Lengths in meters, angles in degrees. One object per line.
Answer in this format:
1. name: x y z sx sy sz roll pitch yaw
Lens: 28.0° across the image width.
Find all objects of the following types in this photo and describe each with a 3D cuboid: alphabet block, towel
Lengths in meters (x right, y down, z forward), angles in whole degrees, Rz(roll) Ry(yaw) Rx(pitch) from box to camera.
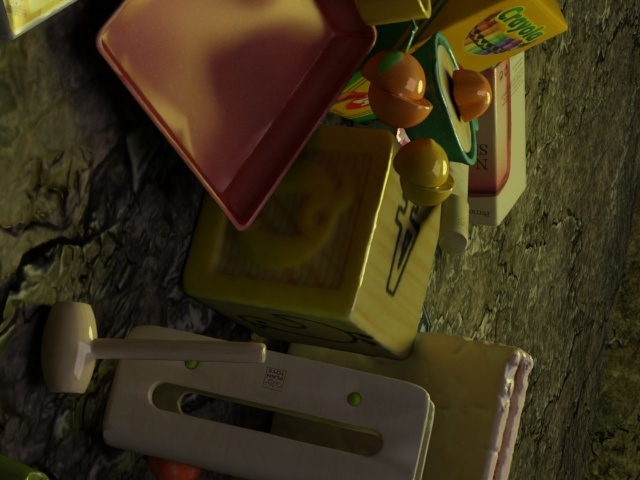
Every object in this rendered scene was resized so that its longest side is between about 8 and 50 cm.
1. alphabet block: 0.000 0.000 1.315 0.197 0.192 0.193 39 60 -62
2. towel: 0.063 0.248 1.377 0.053 0.332 0.317 18 82 -42

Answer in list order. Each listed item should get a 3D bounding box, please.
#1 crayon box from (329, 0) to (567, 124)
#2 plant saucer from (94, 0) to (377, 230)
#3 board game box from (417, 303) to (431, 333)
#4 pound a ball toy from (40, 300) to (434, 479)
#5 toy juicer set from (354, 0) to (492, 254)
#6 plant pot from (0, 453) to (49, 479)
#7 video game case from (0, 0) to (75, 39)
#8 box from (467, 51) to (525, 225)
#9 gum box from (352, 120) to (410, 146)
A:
1. crayon box: 0.134 -0.234 1.386 0.202 0.318 0.081 8 60 -66
2. plant saucer: -0.076 -0.185 1.164 0.259 0.048 0.258 -56 137 -21
3. board game box: 0.086 0.111 1.725 0.243 0.042 0.165 67 38 -50
4. pound a ball toy: -0.071 0.158 1.105 0.208 0.319 0.136 59 43 -77
5. toy juicer set: 0.126 -0.107 1.244 0.329 0.089 0.209 57 25 -48
6. plant pot: -0.245 0.190 0.956 0.083 0.079 0.083 8 90 -67
7. video game case: -0.198 -0.289 0.976 0.227 0.026 0.206 -51 141 -51
8. box: 0.189 -0.154 1.742 0.127 0.148 0.232 -48 139 -51
9. gum box: 0.082 -0.108 1.621 0.107 0.062 0.188 34 66 -64
